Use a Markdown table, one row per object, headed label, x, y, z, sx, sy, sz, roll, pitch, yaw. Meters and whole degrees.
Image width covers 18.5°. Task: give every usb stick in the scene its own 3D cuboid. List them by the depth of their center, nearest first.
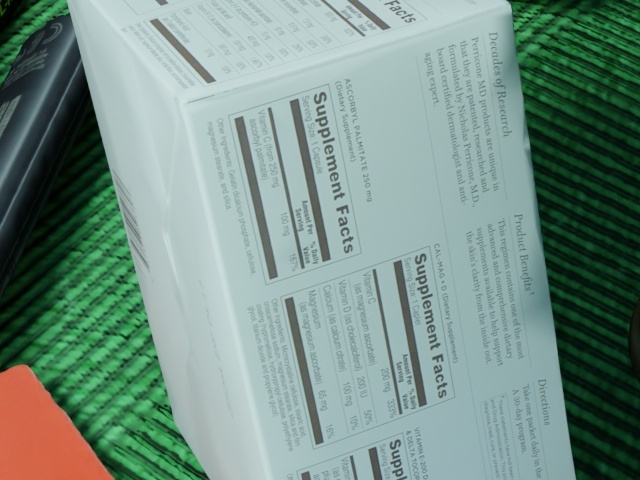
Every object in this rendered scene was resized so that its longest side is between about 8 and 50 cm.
| label | x | y | z | sx | sy | sz | roll | pitch | yaw |
| --- | --- | --- | --- | --- | --- | --- | --- | --- | --- |
| usb stick | -0.183 | -0.025 | 1.109 | 0.077 | 0.045 | 0.278 | -27 | 32 | 38 |

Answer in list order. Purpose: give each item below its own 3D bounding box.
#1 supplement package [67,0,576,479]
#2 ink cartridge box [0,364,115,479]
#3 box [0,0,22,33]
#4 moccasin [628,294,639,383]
| label | x | y | z | sx | sy | sz | roll | pitch | yaw |
| --- | --- | --- | --- | --- | --- | --- | --- | --- | --- |
| supplement package | 0.000 | 0.000 | 0.901 | 0.145 | 0.262 | 0.204 | -18 | 29 | -14 |
| ink cartridge box | -0.217 | 0.188 | 0.830 | 0.385 | 0.091 | 0.308 | -21 | 52 | -31 |
| box | -0.293 | -0.159 | 1.254 | 0.191 | 0.045 | 0.184 | 12 | 50 | 14 |
| moccasin | 0.291 | -0.017 | 1.027 | 0.139 | 0.147 | 0.380 | 37 | 54 | 16 |
